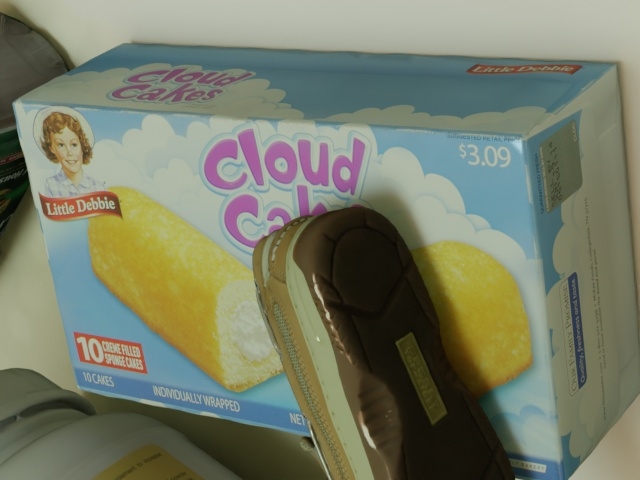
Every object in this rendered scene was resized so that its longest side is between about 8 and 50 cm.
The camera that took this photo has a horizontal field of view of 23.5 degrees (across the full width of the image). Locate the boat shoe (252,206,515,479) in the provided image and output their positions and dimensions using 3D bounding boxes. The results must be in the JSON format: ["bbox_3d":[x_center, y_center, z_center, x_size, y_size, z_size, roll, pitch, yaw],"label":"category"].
[{"bbox_3d":[0.024,0.079,0.608,0.072,0.068,0.190,-12,98,52],"label":"boat shoe"}]

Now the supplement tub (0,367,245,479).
[{"bbox_3d":[-0.080,0.237,0.766,0.331,0.241,0.241,33,129,19],"label":"supplement tub"}]

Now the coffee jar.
[{"bbox_3d":[-0.202,-0.030,0.811,0.079,0.096,0.184,47,133,11],"label":"coffee jar"}]

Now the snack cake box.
[{"bbox_3d":[0.000,0.000,0.679,0.264,0.089,0.152,6,118,34],"label":"snack cake box"}]
